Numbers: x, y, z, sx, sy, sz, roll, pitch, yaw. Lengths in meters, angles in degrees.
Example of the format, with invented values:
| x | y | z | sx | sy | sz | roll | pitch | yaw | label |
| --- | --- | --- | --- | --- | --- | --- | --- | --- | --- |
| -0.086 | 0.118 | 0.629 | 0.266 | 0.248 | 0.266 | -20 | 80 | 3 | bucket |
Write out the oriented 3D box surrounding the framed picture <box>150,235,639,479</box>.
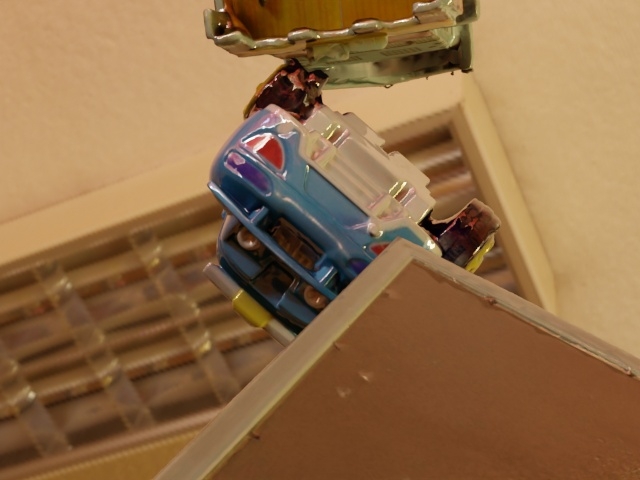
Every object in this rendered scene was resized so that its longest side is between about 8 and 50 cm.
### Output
| x | y | z | sx | sy | sz | roll | pitch | yaw | label |
| --- | --- | --- | --- | --- | --- | --- | --- | --- | --- |
| 0.082 | 0.109 | 0.606 | 0.232 | 0.296 | 0.019 | 28 | -58 | 14 | framed picture |

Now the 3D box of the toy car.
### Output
| x | y | z | sx | sy | sz | roll | pitch | yaw | label |
| --- | --- | --- | --- | --- | --- | --- | --- | --- | --- |
| 0.000 | 0.000 | 0.921 | 0.198 | 0.314 | 0.166 | 42 | -98 | 2 | toy car |

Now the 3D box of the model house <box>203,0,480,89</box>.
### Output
| x | y | z | sx | sy | sz | roll | pitch | yaw | label |
| --- | --- | --- | --- | --- | --- | --- | --- | --- | --- |
| 0.022 | -0.237 | 0.953 | 0.198 | 0.215 | 0.224 | -7 | -89 | 16 | model house |
